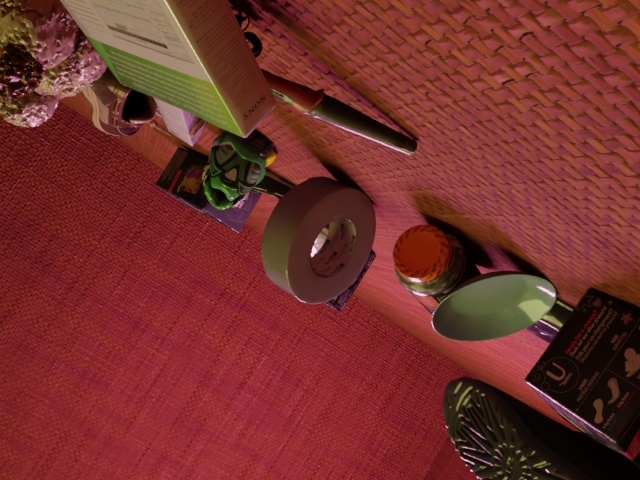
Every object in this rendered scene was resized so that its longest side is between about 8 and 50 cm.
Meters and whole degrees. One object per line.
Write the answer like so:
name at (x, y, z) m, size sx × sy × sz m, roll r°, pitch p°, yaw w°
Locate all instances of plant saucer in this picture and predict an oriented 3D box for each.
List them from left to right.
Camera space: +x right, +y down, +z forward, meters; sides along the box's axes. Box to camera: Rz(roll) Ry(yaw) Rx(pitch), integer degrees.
plant saucer at (0.266, 0.096, 1.003) m, size 0.195 × 0.195 × 0.037 m, roll 39°, pitch -148°, yaw -43°

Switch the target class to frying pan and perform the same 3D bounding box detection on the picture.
frying pan at (0.431, 0.169, 1.142) m, size 0.197 × 0.053 × 0.326 m, roll 28°, pitch 169°, yaw 42°

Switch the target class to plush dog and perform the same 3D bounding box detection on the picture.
plush dog at (-0.399, -0.305, 0.935) m, size 0.211 × 0.262 × 0.225 m, roll -1°, pitch -176°, yaw 0°

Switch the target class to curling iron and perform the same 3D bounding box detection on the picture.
curling iron at (-0.009, -0.165, 0.698) m, size 0.274 × 0.068 × 0.035 m, roll 28°, pitch 173°, yaw -12°

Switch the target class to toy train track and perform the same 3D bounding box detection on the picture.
toy train track at (-0.458, -0.323, 1.818) m, size 0.083 × 0.014 × 0.048 m, roll 29°, pitch 168°, yaw -24°

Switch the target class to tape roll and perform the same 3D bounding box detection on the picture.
tape roll at (0.000, 0.000, 1.135) m, size 0.072 × 0.219 × 0.219 m, roll 27°, pitch 172°, yaw 39°

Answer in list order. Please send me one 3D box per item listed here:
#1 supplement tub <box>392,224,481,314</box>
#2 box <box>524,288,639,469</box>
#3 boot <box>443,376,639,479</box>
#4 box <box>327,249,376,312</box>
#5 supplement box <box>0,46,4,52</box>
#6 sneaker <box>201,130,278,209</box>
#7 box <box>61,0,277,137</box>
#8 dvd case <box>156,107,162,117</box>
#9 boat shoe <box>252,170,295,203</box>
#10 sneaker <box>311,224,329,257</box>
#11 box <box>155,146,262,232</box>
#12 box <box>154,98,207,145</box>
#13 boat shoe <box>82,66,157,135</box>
supplement tub at (0.195, 0.053, 1.059) m, size 0.117 × 0.117 × 0.190 m, roll 28°, pitch 172°, yaw 35°
box at (0.417, 0.201, 0.902) m, size 0.142 × 0.163 × 0.247 m, roll 33°, pitch 176°, yaw 41°
boot at (0.489, 0.344, 1.123) m, size 0.445 × 0.146 × 0.367 m, roll -4°, pitch -151°, yaw -30°
box at (0.047, 0.074, 1.630) m, size 0.078 × 0.180 × 0.147 m, roll 29°, pitch 173°, yaw 28°
supplement box at (-0.575, -0.375, 1.185) m, size 0.129 × 0.191 × 0.194 m, roll 36°, pitch 173°, yaw -25°
sneaker at (-0.195, -0.136, 1.316) m, size 0.134 × 0.146 × 0.343 m, roll 35°, pitch 170°, yaw -7°
box at (-0.186, -0.249, 0.565) m, size 0.232 × 0.058 × 0.322 m, roll 28°, pitch 157°, yaw 36°
dvd case at (-0.378, -0.307, 1.543) m, size 0.119 × 0.013 × 0.087 m, roll 31°, pitch 174°, yaw 23°
boat shoe at (-0.078, -0.095, 1.474) m, size 0.206 × 0.065 × 0.075 m, roll 32°, pitch 175°, yaw 9°
sneaker at (-0.009, 0.030, 1.705) m, size 0.114 × 0.152 × 0.305 m, roll 29°, pitch 172°, yaw 44°
box at (-0.333, -0.153, 1.898) m, size 0.270 × 0.143 × 0.165 m, roll 26°, pitch 173°, yaw 42°
box at (-0.259, -0.248, 1.203) m, size 0.067 × 0.063 × 0.324 m, roll 32°, pitch 174°, yaw -5°
boat shoe at (-0.428, -0.295, 1.423) m, size 0.123 × 0.123 × 0.342 m, roll 30°, pitch 165°, yaw -1°
